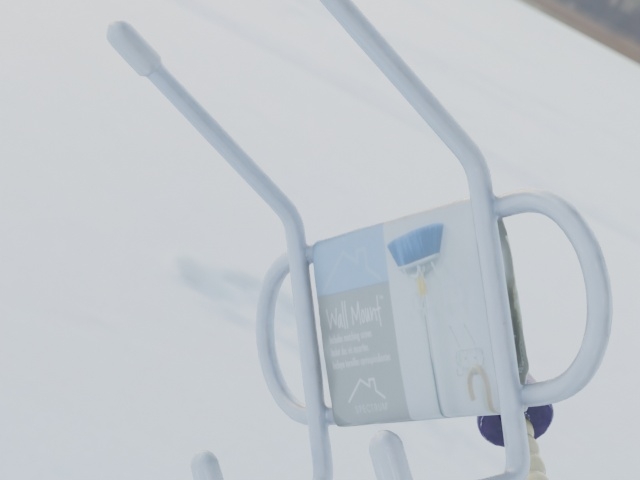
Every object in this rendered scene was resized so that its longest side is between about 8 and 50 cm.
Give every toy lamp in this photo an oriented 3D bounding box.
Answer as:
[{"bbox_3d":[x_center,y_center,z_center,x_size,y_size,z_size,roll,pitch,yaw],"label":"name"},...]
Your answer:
[{"bbox_3d":[0.202,0.221,1.760,0.080,0.080,0.274,23,32,-28],"label":"toy lamp"}]

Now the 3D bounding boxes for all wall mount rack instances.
[{"bbox_3d":[0.000,0.000,1.033,0.130,0.304,0.350,-6,-5,-32],"label":"wall mount rack"}]
